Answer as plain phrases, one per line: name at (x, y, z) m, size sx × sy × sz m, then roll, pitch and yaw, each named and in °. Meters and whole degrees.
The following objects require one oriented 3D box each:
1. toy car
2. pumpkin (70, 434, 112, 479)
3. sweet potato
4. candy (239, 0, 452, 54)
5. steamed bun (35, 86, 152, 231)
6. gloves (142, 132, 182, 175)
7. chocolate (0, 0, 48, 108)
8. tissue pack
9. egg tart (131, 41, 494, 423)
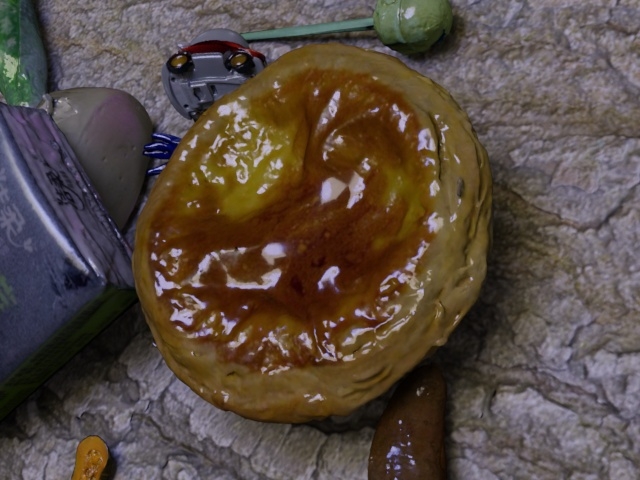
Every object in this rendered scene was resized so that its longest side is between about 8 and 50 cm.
toy car at (-0.130, -0.229, 1.550) m, size 0.139 × 0.112 × 0.112 m, roll -7°, pitch 47°, yaw 14°
pumpkin at (-0.272, 0.276, 1.407) m, size 0.050 × 0.028 × 0.083 m, roll 15°, pitch 82°, yaw 31°
sweet potato at (0.101, 0.290, 1.166) m, size 0.114 × 0.092 × 0.341 m, roll -13°, pitch 60°, yaw 3°
candy at (0.019, -0.274, 1.513) m, size 0.335 × 0.092 × 0.093 m, roll 0°, pitch 82°, yaw 37°
steamed bun at (-0.335, -0.098, 1.552) m, size 0.170 × 0.152 × 0.238 m, roll 5°, pitch 66°, yaw 31°
gloves at (-0.193, -0.107, 1.542) m, size 0.086 × 0.026 × 0.064 m, roll 9°, pitch 113°, yaw 5°
chocolate at (-0.457, -0.284, 1.747) m, size 0.110 × 0.110 × 0.291 m, roll -30°, pitch 59°, yaw 11°
tissue pack at (-0.427, 0.061, 1.447) m, size 0.394 × 0.124 × 0.288 m, roll -41°, pitch 73°, yaw 21°
egg tart at (0.000, 0.000, 1.313) m, size 0.443 × 0.178 × 0.443 m, roll -11°, pitch 64°, yaw 23°
